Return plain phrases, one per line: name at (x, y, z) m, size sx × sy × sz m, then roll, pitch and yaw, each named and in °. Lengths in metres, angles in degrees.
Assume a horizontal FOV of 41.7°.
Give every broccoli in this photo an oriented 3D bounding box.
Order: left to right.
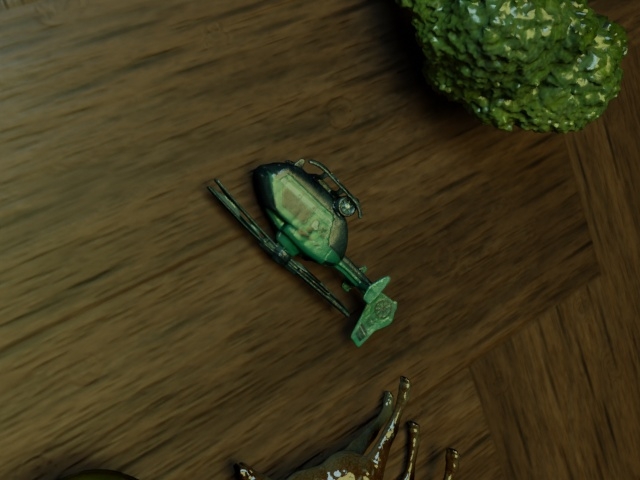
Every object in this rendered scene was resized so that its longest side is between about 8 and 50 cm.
broccoli at (0.158, -0.245, 0.866) m, size 0.254 × 0.186 × 0.302 m, roll 7°, pitch 44°, yaw -30°

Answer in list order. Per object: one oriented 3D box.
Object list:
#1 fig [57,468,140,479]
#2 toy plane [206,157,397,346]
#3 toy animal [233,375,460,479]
fig at (-0.229, 0.255, 0.648) m, size 0.236 × 0.124 × 0.124 m, roll -14°, pitch 99°, yaw -9°
toy plane at (0.000, 0.000, 0.805) m, size 0.235 × 0.060 × 0.096 m, roll 45°, pitch 75°, yaw -22°
toy animal at (0.022, 0.256, 0.808) m, size 0.243 × 0.087 × 0.260 m, roll 49°, pitch 63°, yaw -22°
